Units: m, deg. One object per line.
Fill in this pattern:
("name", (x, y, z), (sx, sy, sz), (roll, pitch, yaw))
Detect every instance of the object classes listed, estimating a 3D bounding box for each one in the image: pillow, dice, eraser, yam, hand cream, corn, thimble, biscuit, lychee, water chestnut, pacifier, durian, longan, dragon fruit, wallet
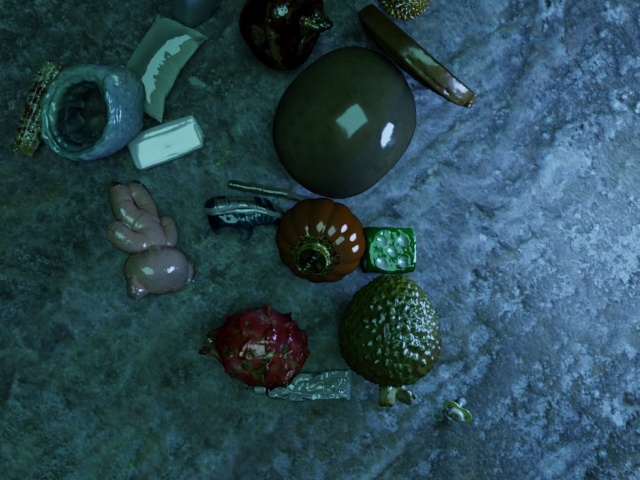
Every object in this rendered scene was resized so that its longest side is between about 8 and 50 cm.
("pillow", (-0.396, -0.423, 1.734), (0.144, 0.078, 0.254), (29, 86, -3))
("dice", (0.169, 0.025, 1.790), (0.131, 0.128, 0.120), (-1, 89, -8))
("eraser", (-0.279, -0.624, 1.649), (0.104, 0.290, 0.189), (39, 81, -6))
("yam", (-0.120, -0.125, 1.802), (0.234, 0.029, 0.027), (11, 115, -10))
("hand cream", (-0.042, 0.372, 1.800), (0.257, 0.050, 0.084), (1, 86, -11))
("corn", (-0.670, -0.315, 1.695), (0.079, 0.079, 0.237), (20, 87, -8))
("thimble", (-0.526, -0.301, 1.635), (0.250, 0.172, 0.205), (-43, 91, 18))
("biscuit", (0.230, -0.425, 1.685), (0.350, 0.394, 0.070), (36, 107, -16))
("lychee", (0.171, 0.237, 1.724), (0.270, 0.270, 0.320), (21, 125, -8))
("water chestnut", (-0.079, -0.526, 1.710), (0.238, 0.223, 0.224), (25, 85, 22))
("pacifier", (0.363, 0.444, 1.861), (0.083, 0.068, 0.064), (31, 50, 13))
("durian", (0.214, -0.638, 1.804), (0.168, 0.137, 0.158), (6, 83, -24))
("longan", (0.061, -0.273, 1.679), (0.361, 0.361, 0.361), (0, 90, -8))
("dragon fruit", (-0.157, 0.254, 1.708), (0.268, 0.205, 0.210), (5, 92, 0))
("wallet", (-0.383, -0.244, 1.759), (0.190, 0.033, 0.095), (-19, 94, -8))

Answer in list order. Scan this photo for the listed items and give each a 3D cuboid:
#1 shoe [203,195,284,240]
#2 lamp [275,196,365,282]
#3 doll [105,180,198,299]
("shoe", (-0.189, -0.054, 1.768), (0.207, 0.091, 0.106), (-2, 112, -13))
("lamp", (0.000, 0.000, 1.732), (0.223, 0.196, 0.223), (6, 122, 9))
("doll", (-0.436, 0.005, 1.710), (0.201, 0.156, 0.303), (-10, 67, -46))
